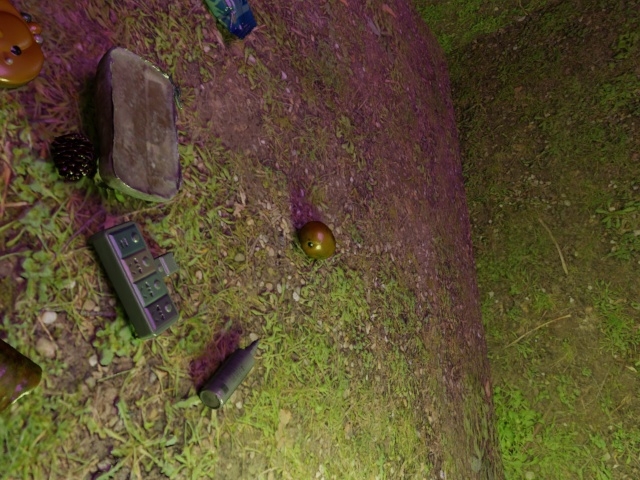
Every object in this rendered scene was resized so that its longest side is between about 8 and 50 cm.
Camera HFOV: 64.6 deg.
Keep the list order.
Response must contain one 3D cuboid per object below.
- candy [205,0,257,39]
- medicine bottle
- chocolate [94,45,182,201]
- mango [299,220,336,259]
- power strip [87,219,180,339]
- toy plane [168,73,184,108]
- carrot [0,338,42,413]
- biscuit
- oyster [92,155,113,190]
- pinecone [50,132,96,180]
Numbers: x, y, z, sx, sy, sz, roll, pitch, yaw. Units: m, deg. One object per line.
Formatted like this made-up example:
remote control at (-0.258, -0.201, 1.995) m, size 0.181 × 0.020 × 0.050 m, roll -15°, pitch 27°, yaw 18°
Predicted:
candy at (-0.292, -0.718, 1.389) m, size 0.331 × 0.077 × 0.187 m, roll 55°, pitch 29°, yaw -27°
medicine bottle at (-0.183, 0.276, 1.095) m, size 0.057 × 0.058 × 0.199 m, roll 62°, pitch 33°, yaw -16°
chocolate at (-0.369, -0.218, 0.993) m, size 0.185 × 0.101 × 0.303 m, roll 28°, pitch 49°, yaw -65°
mango at (-0.001, 0.004, 1.474) m, size 0.163 × 0.090 × 0.111 m, roll 40°, pitch 43°, yaw -53°
power strip at (-0.336, 0.067, 0.972) m, size 0.215 × 0.061 × 0.145 m, roll 69°, pitch 26°, yaw -8°
toy plane at (-0.340, -0.350, 1.183) m, size 0.084 × 0.024 × 0.078 m, roll 64°, pitch 15°, yaw -14°
carrot at (-0.507, 0.119, 0.631) m, size 0.302 × 0.114 × 0.114 m, roll 53°, pitch 37°, yaw -32°
biscuit at (-0.539, -0.347, 0.855) m, size 0.170 × 0.050 × 0.170 m, roll 30°, pitch 52°, yaw -48°
oyster at (-0.413, -0.134, 0.977) m, size 0.054 × 0.019 × 0.083 m, roll 26°, pitch 57°, yaw -48°
pinecone at (-0.439, -0.149, 0.897) m, size 0.077 × 0.077 × 0.083 m, roll 21°, pitch 68°, yaw -51°
